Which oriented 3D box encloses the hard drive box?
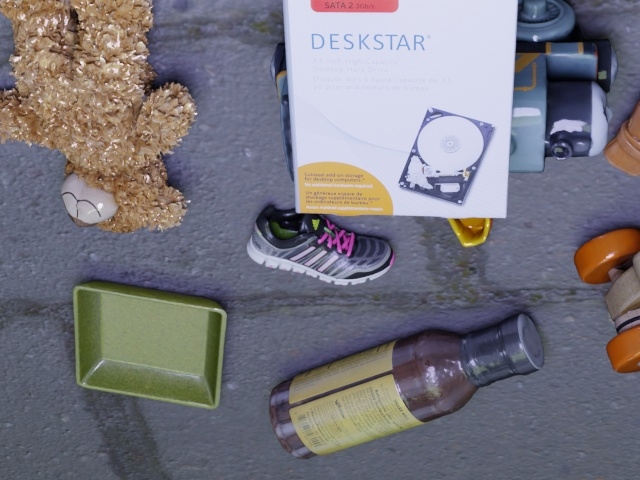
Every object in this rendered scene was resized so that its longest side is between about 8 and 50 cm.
[{"bbox_3d":[0.066,-0.138,1.005,0.181,0.089,0.232,1,124,7],"label":"hard drive box"}]

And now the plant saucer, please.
[{"bbox_3d":[-0.211,0.123,1.559,0.188,0.045,0.188,10,133,1],"label":"plant saucer"}]

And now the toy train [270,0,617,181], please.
[{"bbox_3d":[0.111,-0.137,1.171,0.334,0.190,0.142,2,133,8],"label":"toy train"}]

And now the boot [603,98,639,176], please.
[{"bbox_3d":[0.399,-0.102,1.247,0.197,0.073,0.152,23,139,-12],"label":"boot"}]

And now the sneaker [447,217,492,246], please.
[{"bbox_3d":[0.141,-0.067,1.315,0.064,0.067,0.175,-19,125,26],"label":"sneaker"}]

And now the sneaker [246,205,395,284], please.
[{"bbox_3d":[0.000,0.000,1.400,0.170,0.063,0.074,10,139,7],"label":"sneaker"}]

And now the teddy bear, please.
[{"bbox_3d":[-0.241,-0.136,1.286,0.245,0.113,0.338,15,132,-2],"label":"teddy bear"}]

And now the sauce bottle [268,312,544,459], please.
[{"bbox_3d":[0.103,0.176,1.511,0.344,0.111,0.111,-21,126,27],"label":"sauce bottle"}]

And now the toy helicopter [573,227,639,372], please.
[{"bbox_3d":[0.435,0.003,1.266,0.235,0.140,0.355,-7,155,-20],"label":"toy helicopter"}]
